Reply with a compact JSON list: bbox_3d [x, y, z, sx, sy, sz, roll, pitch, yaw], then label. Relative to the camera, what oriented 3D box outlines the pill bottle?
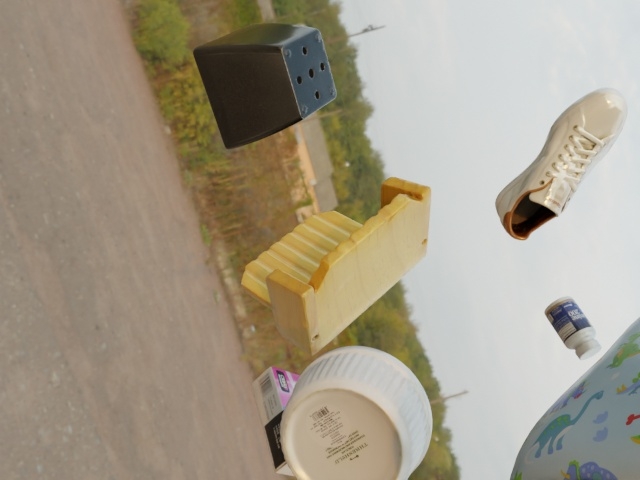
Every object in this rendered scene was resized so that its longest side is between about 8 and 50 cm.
[{"bbox_3d":[0.512,0.178,1.391,0.067,0.067,0.120,75,-9,-56],"label":"pill bottle"}]

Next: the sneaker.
[{"bbox_3d":[0.409,-0.112,1.143,0.290,0.105,0.123,-57,-166,31],"label":"sneaker"}]

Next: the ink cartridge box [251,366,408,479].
[{"bbox_3d":[0.045,0.356,1.249,0.370,0.069,0.176,29,26,-40],"label":"ink cartridge box"}]

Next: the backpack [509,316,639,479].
[{"bbox_3d":[0.322,0.186,0.568,0.274,0.355,0.290,66,-21,13],"label":"backpack"}]

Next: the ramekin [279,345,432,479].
[{"bbox_3d":[0.042,0.259,0.937,0.109,0.207,0.207,-28,103,-70],"label":"ramekin"}]

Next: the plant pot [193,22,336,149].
[{"bbox_3d":[-0.082,-0.286,1.232,0.187,0.166,0.188,-43,125,-46],"label":"plant pot"}]

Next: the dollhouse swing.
[{"bbox_3d":[0.000,0.000,1.432,0.305,0.346,0.315,39,-25,29],"label":"dollhouse swing"}]
